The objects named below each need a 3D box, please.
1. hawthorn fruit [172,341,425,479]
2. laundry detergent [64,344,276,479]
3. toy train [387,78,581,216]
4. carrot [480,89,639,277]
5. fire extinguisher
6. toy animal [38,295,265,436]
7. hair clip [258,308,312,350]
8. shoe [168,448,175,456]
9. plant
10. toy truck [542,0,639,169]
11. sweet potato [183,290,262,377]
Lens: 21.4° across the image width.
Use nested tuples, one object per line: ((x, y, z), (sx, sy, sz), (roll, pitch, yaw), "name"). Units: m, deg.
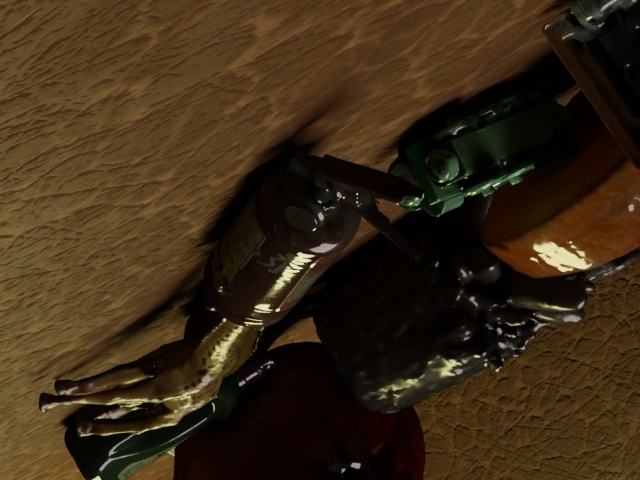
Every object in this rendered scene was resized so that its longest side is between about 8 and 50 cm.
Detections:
((-0.025, 0.248, 1.841), (0.295, 0.295, 0.311), (-30, -155, -6), "hawthorn fruit")
((-0.145, 0.168, 1.707), (0.221, 0.078, 0.144), (-30, 170, -3), "laundry detergent")
((0.126, -0.071, 1.339), (0.104, 0.071, 0.178), (-25, 179, 44), "toy train")
((0.258, -0.073, 1.399), (0.307, 0.100, 0.258), (-37, -168, 41), "carrot")
((-0.001, -0.008, 1.168), (0.106, 0.075, 0.252), (19, 154, -12), "fire extinguisher")
((-0.118, 0.102, 1.381), (0.275, 0.054, 0.149), (-26, 150, 34), "toy animal")
((-0.033, 0.095, 1.844), (0.137, 0.022, 0.054), (-30, 172, 38), "hair clip")
((-0.143, 0.207, 1.978), (0.071, 0.064, 0.143), (-48, 161, 32), "shoe")
((0.161, 0.040, 1.708), (0.320, 0.181, 0.194), (-30, 171, 22), "plant")
((0.330, -0.198, 1.129), (0.338, 0.133, 0.184), (-34, -178, 35), "toy truck")
((-0.066, 0.056, 1.427), (0.081, 0.062, 0.233), (-37, 172, -35), "sweet potato")
